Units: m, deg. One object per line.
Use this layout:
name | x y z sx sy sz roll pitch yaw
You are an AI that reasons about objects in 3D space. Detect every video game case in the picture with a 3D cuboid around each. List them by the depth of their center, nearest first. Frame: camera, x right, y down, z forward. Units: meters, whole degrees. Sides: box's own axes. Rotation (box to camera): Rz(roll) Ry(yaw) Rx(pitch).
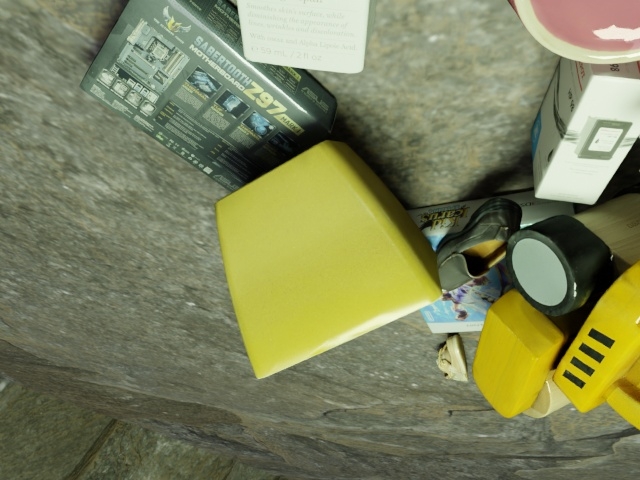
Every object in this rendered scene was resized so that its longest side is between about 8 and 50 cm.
video game case | 0.251 0.046 0.727 0.244 0.061 0.270 -9 139 26

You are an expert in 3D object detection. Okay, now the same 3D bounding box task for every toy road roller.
toy road roller | 0.327 0.115 0.521 0.202 0.241 0.330 -19 137 -16

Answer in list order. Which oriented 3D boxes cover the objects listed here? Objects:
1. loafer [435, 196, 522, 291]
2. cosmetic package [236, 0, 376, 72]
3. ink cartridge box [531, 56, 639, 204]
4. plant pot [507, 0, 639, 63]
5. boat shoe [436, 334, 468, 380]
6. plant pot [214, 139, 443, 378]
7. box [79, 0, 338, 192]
loafer | 0.186 0.021 0.610 0.062 0.061 0.170 19 139 -3
cosmetic package | -0.009 -0.255 0.375 0.117 0.086 0.231 8 145 7
ink cartridge box | 0.252 -0.132 0.447 0.060 0.104 0.180 9 144 8
plant pot | 0.178 -0.213 0.294 0.201 0.180 0.201 8 145 6
boat shoe | 0.264 0.244 0.989 0.059 0.063 0.170 -8 141 16
plant pot | 0.000 0.000 0.572 0.212 0.212 0.187 -27 94 15
box | -0.124 -0.165 0.552 0.232 0.059 0.183 34 140 -27
